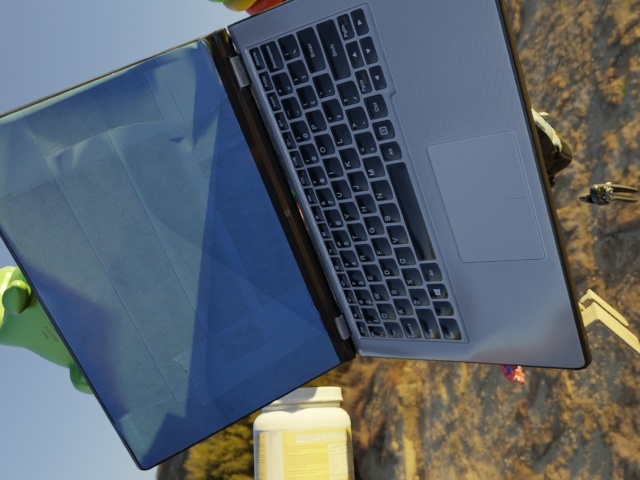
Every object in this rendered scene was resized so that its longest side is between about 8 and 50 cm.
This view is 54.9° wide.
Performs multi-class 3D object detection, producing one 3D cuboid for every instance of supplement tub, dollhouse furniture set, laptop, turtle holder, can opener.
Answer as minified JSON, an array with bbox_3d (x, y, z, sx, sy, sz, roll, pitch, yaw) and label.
[{"bbox_3d":[-0.040,0.531,1.487,0.241,0.241,0.331,112,156,-72],"label":"supplement tub"},{"bbox_3d":[0.555,0.201,1.292,0.151,0.123,0.144,-48,9,31],"label":"dollhouse furniture set"},{"bbox_3d":[-0.036,0.011,0.538,0.236,0.408,0.382,-43,-61,-44],"label":"laptop"},{"bbox_3d":[-0.317,0.072,0.888,0.320,0.243,0.227,-36,31,22],"label":"turtle holder"},{"bbox_3d":[0.763,-0.123,1.603,0.073,0.186,0.059,-152,61,-62],"label":"can opener"}]

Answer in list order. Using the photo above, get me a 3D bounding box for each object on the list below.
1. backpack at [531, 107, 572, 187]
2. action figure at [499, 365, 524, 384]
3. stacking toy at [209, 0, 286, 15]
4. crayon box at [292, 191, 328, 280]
[{"bbox_3d":[0.345,-0.202,1.325,0.290,0.273,0.355,-38,-20,23],"label":"backpack"},{"bbox_3d":[0.326,0.213,1.079,0.115,0.038,0.030,-113,26,-59],"label":"action figure"},{"bbox_3d":[-0.128,-0.380,0.855,0.141,0.330,0.141,-16,68,43],"label":"stacking toy"},{"bbox_3d":[0.000,0.000,1.493,0.081,0.165,0.278,-42,-28,-12],"label":"crayon box"}]
